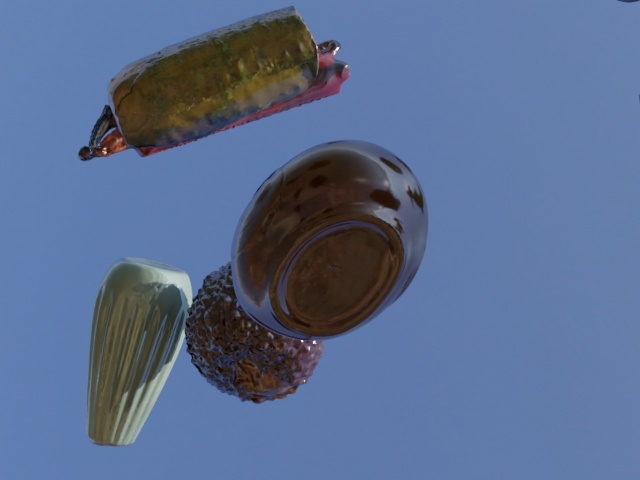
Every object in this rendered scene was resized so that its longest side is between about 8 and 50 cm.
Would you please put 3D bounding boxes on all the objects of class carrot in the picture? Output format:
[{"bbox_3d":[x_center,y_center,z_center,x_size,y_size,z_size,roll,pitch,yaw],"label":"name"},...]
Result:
[{"bbox_3d":[-0.088,-0.131,1.027,0.173,0.082,0.082,-19,-112,-4],"label":"carrot"}]

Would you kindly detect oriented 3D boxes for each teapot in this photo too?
[{"bbox_3d":[0.000,0.000,0.664,0.129,0.098,0.078,-58,-154,26],"label":"teapot"}]

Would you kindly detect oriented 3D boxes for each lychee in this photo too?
[{"bbox_3d":[-0.079,0.102,1.563,0.188,0.188,0.188,-7,-104,29],"label":"lychee"}]

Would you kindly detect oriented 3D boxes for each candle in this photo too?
[{"bbox_3d":[-0.098,-0.132,1.185,0.059,0.301,0.084,-6,-70,59],"label":"candle"}]

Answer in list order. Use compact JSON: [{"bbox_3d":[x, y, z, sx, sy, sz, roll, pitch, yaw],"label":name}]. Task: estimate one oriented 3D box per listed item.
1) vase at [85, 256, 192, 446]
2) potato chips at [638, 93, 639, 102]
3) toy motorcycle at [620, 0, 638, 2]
[{"bbox_3d":[-0.251,0.150,1.658,0.128,0.128,0.248,16,-87,32],"label":"vase"},{"bbox_3d":[0.238,-0.054,0.766,0.092,0.207,0.028,30,-67,-5],"label":"potato chips"},{"bbox_3d":[0.382,-0.346,1.283,0.152,0.073,0.225,18,-82,21],"label":"toy motorcycle"}]
